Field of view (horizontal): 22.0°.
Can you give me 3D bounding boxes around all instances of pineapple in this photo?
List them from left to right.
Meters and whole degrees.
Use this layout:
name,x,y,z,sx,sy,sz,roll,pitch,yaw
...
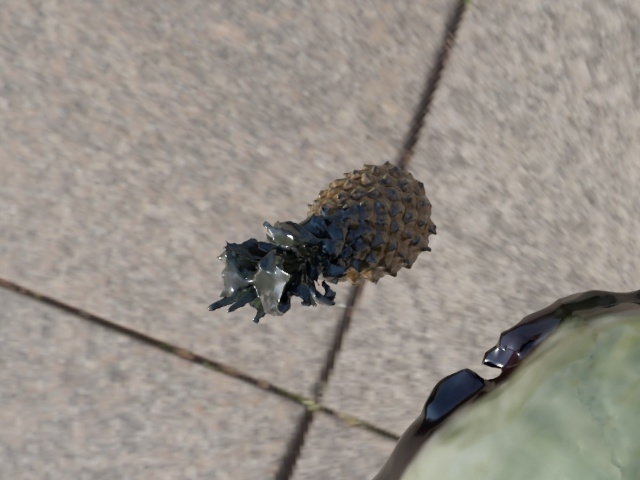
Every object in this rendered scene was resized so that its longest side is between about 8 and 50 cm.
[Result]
name,x,y,z,sx,sy,sz,roll,pitch,yaw
pineapple,0.000,0.000,0.731,0.058,0.124,0.058,9,106,33

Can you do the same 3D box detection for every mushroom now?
name,x,y,z,sx,sy,sz,roll,pitch,yaw
mushroom,0.112,0.183,0.680,0.247,0.130,0.344,29,113,-17
